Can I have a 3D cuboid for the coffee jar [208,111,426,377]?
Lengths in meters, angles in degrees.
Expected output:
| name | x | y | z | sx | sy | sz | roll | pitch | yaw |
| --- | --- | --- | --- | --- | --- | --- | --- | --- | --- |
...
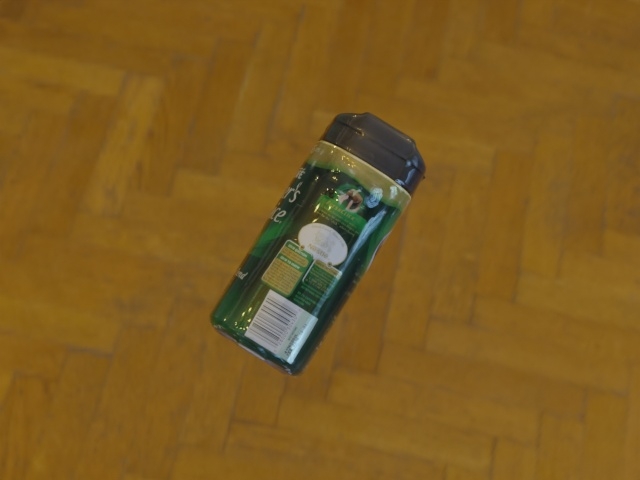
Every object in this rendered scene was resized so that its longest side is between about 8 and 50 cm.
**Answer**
| name | x | y | z | sx | sy | sz | roll | pitch | yaw |
| --- | --- | --- | --- | --- | --- | --- | --- | --- | --- |
| coffee jar | 0.000 | 0.000 | 1.108 | 0.079 | 0.096 | 0.184 | 32 | 85 | 0 |
